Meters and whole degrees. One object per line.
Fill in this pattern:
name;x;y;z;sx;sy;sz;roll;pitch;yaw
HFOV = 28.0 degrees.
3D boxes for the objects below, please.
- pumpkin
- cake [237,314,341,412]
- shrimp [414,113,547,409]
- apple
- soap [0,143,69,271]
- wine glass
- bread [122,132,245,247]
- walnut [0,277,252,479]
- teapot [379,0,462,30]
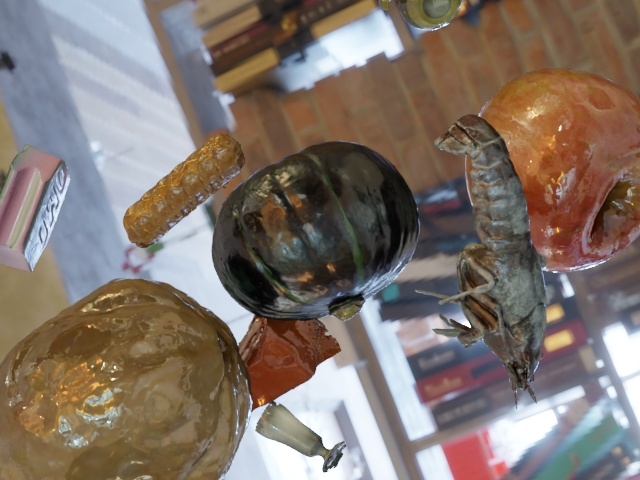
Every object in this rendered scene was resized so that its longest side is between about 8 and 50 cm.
pumpkin;0.000;0.000;1.791;0.238;0.315;0.315;67;-169;8
cake;-0.113;0.200;1.935;0.135;0.287;0.098;45;-170;-32
shrimp;0.236;0.034;1.768;0.166;0.221;0.411;22;124;44
apple;0.427;-0.135;2.284;0.364;0.364;0.364;-23;-90;-79
soap;-0.350;-0.041;1.545;0.100;0.056;0.149;102;-176;-67
wine glass;-0.036;0.351;2.290;0.155;0.072;0.072;28;177;21
bread;-0.146;-0.053;1.367;0.044;0.157;0.052;48;178;35
walnut;-0.270;0.230;1.728;0.381;0.381;0.381;-23;-90;-79
teapot;0.191;-0.472;2.476;0.119;0.165;0.130;-118;23;-59
